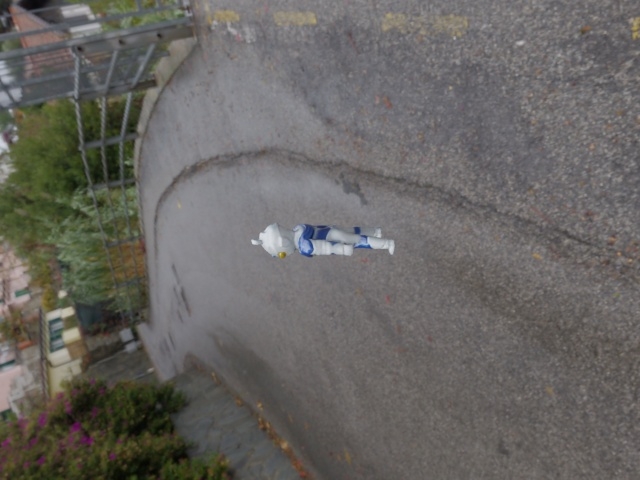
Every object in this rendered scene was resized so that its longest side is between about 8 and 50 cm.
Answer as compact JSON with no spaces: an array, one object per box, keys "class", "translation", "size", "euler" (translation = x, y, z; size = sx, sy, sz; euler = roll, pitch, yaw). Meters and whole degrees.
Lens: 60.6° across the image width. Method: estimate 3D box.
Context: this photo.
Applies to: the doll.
[{"class":"doll","translation":[0.000,0.000,0.903],"size":[0.114,0.227,0.057],"euler":[-115,29,-67]}]
